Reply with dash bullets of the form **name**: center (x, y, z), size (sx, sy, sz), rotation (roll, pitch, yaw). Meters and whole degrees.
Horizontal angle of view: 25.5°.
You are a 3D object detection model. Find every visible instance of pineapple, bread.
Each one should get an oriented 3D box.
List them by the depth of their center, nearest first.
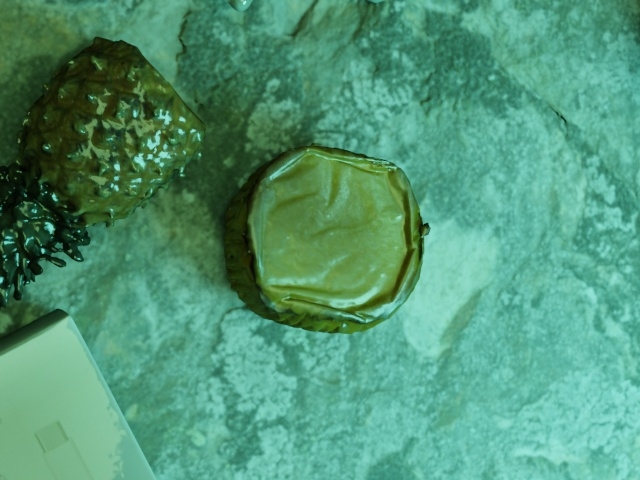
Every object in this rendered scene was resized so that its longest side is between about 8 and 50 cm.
- **pineapple**: center (-0.242, -0.054, 1.317), size (0.278, 0.158, 0.158), rotation (-45, 103, -1)
- **bread**: center (0.000, 0.001, 1.401), size (0.199, 0.104, 0.199), rotation (1, 86, -21)

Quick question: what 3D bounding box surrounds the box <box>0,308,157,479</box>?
- **box**: center (-0.271, 0.220, 1.315), size (0.203, 0.106, 0.251), rotation (-28, 97, -14)

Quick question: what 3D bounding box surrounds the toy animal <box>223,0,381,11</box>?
- **toy animal**: center (0.031, -0.313, 1.408), size (0.282, 0.138, 0.140), rotation (-15, 86, 6)
